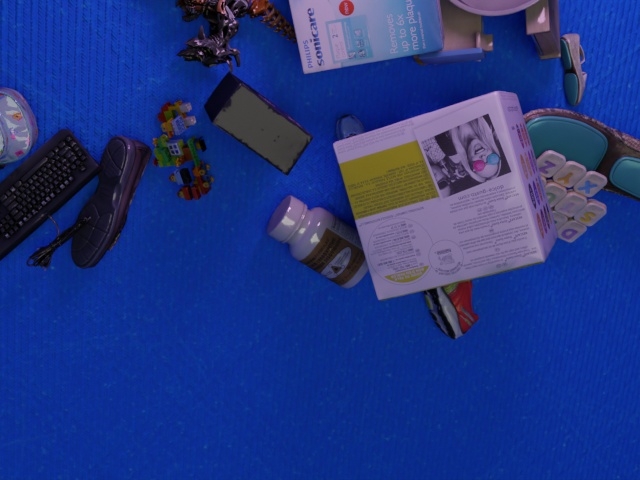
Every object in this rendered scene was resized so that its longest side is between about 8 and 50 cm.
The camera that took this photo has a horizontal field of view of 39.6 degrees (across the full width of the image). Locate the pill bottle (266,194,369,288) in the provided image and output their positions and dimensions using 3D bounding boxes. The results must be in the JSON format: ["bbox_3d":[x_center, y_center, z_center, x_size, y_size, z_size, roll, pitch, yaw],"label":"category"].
[{"bbox_3d":[0.000,0.000,1.997,0.229,0.131,0.131,32,97,-17],"label":"pill bottle"}]

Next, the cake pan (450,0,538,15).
[{"bbox_3d":[0.372,-0.595,1.821,0.293,0.054,0.293,-2,84,21],"label":"cake pan"}]

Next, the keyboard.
[{"bbox_3d":[-0.588,-0.066,1.874,0.317,0.033,0.201,-40,92,9],"label":"keyboard"}]

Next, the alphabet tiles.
[{"bbox_3d":[0.507,-0.088,2.042,0.284,0.021,0.278,23,138,-16],"label":"alphabet tiles"}]

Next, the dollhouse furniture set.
[{"bbox_3d":[0.358,-0.522,1.955,0.303,0.198,0.286,-3,83,21],"label":"dollhouse furniture set"}]

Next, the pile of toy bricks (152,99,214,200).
[{"bbox_3d":[-0.315,-0.183,1.909,0.105,0.118,0.212,-3,120,23],"label":"pile of toy bricks"}]

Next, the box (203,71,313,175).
[{"bbox_3d":[-0.133,-0.247,1.832,0.184,0.261,0.103,32,98,-18],"label":"box"}]

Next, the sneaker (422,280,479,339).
[{"bbox_3d":[0.300,0.097,2.117,0.118,0.107,0.279,-31,113,-21],"label":"sneaker"}]

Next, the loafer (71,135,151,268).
[{"bbox_3d":[-0.441,-0.075,1.909,0.095,0.109,0.302,6,110,-55],"label":"loafer"}]

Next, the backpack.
[{"bbox_3d":[-0.675,-0.222,1.799,0.188,0.144,0.165,-20,103,-8],"label":"backpack"}]

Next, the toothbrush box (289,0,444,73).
[{"bbox_3d":[0.093,-0.480,1.817,0.296,0.126,0.216,-6,111,12],"label":"toothbrush box"}]

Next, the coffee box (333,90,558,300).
[{"bbox_3d":[0.268,-0.095,1.820,0.338,0.338,0.334,-16,93,21],"label":"coffee box"}]

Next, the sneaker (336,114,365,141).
[{"bbox_3d":[0.085,-0.205,1.986,0.063,0.073,0.162,-23,109,-4],"label":"sneaker"}]

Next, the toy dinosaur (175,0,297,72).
[{"bbox_3d":[-0.202,-0.474,1.822,0.322,0.164,0.218,17,86,6],"label":"toy dinosaur"}]

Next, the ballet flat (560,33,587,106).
[{"bbox_3d":[0.588,-0.393,2.042,0.052,0.057,0.168,-19,109,-15],"label":"ballet flat"}]

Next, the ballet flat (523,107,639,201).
[{"bbox_3d":[0.644,-0.199,2.045,0.483,0.182,0.164,18,119,-11],"label":"ballet flat"}]
